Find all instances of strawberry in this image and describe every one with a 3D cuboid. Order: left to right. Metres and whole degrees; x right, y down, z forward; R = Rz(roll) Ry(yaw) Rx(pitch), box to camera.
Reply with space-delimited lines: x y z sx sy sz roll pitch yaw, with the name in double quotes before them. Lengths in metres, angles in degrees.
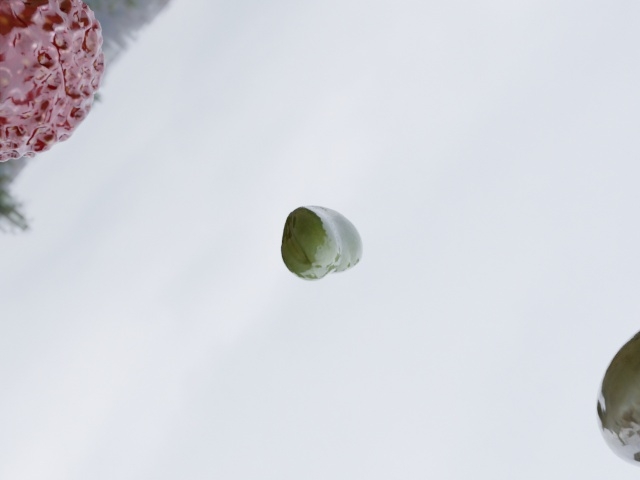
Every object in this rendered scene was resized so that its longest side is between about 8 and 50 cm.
"strawberry" -0.344 -0.209 1.325 0.257 0.261 0.261 90 17 -46

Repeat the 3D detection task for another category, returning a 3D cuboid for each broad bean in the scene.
"broad bean" 0.000 0.000 1.032 0.045 0.063 0.083 -57 169 24

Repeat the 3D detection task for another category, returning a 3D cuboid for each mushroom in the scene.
"mushroom" 0.431 0.184 1.520 0.243 0.243 0.243 -43 -160 20
